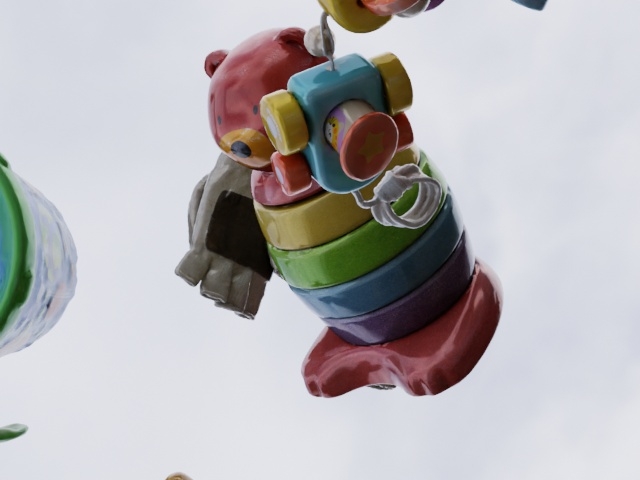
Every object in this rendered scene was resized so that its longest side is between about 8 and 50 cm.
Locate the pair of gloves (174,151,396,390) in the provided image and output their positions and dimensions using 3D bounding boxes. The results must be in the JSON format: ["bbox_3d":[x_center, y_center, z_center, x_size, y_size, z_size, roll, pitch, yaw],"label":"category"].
[{"bbox_3d":[0.000,0.000,1.579,0.240,0.042,0.204,28,-114,-17],"label":"pair of gloves"}]

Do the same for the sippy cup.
[{"bbox_3d":[-0.329,0.017,1.607,0.224,0.240,0.305,18,-87,-76],"label":"sippy cup"}]

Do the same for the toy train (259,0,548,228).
[{"bbox_3d":[0.049,-0.075,0.704,0.125,0.046,0.166,16,-71,-34],"label":"toy train"}]

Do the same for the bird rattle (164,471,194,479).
[{"bbox_3d":[-0.092,0.301,1.418,0.143,0.253,0.207,-15,-45,-61],"label":"bird rattle"}]

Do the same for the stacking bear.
[{"bbox_3d":[0.012,-0.036,1.414,0.164,0.175,0.289,-51,-60,-36],"label":"stacking bear"}]
